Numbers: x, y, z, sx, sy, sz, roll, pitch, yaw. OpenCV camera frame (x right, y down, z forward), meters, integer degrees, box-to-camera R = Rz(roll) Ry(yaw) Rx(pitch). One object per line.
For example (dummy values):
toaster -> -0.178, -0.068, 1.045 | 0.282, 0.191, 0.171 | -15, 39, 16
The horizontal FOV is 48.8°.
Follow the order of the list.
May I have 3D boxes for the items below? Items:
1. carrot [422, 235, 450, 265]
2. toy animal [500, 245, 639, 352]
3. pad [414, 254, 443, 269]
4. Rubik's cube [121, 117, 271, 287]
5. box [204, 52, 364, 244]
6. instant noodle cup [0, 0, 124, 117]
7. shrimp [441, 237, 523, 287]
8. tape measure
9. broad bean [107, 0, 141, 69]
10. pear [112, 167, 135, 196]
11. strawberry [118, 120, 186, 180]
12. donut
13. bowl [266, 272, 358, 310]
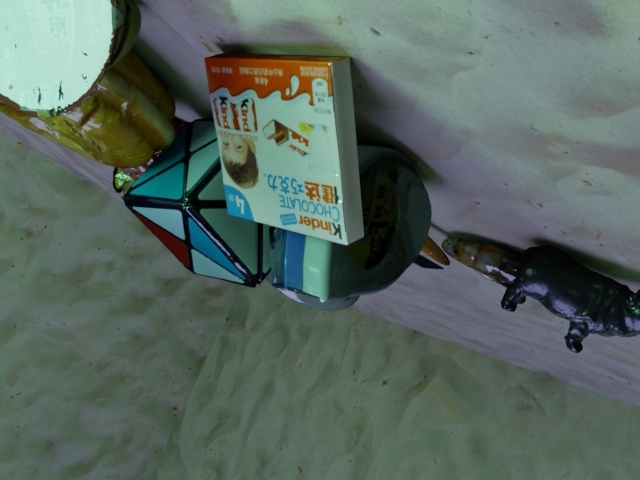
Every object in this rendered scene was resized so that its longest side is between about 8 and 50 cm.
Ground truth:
carrot -> 0.188, -0.019, 1.497 | 0.257, 0.061, 0.061 | 34, 167, -17
toy animal -> 0.511, 0.122, 1.279 | 0.343, 0.168, 0.106 | 18, -157, 25
pad -> 0.244, 0.042, 1.887 | 0.157, 0.003, 0.112 | 28, 169, -20
Rubik's cube -> -0.195, -0.083, 1.423 | 0.248, 0.246, 0.250 | 5, 142, 47
box -> -0.058, -0.143, 1.058 | 0.273, 0.264, 0.048 | 14, -150, 41
instant noodle cup -> -0.368, -0.308, 0.983 | 0.274, 0.274, 0.091 | 21, -162, 17
shrimp -> 0.426, 0.082, 1.500 | 0.365, 0.071, 0.233 | 24, 173, 22
tape measure -> 0.060, -0.034, 1.196 | 0.262, 0.259, 0.138 | -1, -168, -37
broad bean -> -0.371, -0.320, 1.072 | 0.207, 0.153, 0.072 | -6, 173, 20
pear -> -0.421, -0.155, 1.990 | 0.256, 0.164, 0.238 | 20, 168, 11
strawberry -> -0.354, -0.190, 1.687 | 0.336, 0.149, 0.265 | 18, 167, 25
donut -> -0.479, -0.293, 1.327 | 0.449, 0.198, 0.449 | 26, 171, 4
bowl -> 0.000, 0.000, 1.601 | 0.307, 0.163, 0.307 | 27, -148, -19
